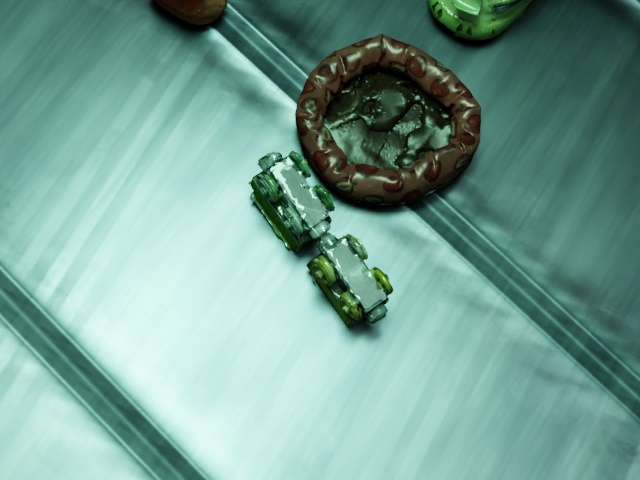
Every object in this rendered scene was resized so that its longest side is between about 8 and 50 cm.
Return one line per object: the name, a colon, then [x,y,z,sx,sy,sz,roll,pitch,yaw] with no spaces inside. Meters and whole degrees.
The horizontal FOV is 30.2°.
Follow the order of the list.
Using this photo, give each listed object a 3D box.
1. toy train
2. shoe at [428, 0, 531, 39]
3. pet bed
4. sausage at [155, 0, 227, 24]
toy train: [0.000,0.000,1.203,0.060,0.081,0.202,-33,83,-15]
shoe: [0.224,-0.337,1.332,0.140,0.128,0.262,37,73,-6]
pet bed: [0.069,-0.127,1.268,0.201,0.053,0.201,0,67,0]
sausage: [-0.147,-0.274,1.300,0.094,0.059,0.054,34,27,8]
